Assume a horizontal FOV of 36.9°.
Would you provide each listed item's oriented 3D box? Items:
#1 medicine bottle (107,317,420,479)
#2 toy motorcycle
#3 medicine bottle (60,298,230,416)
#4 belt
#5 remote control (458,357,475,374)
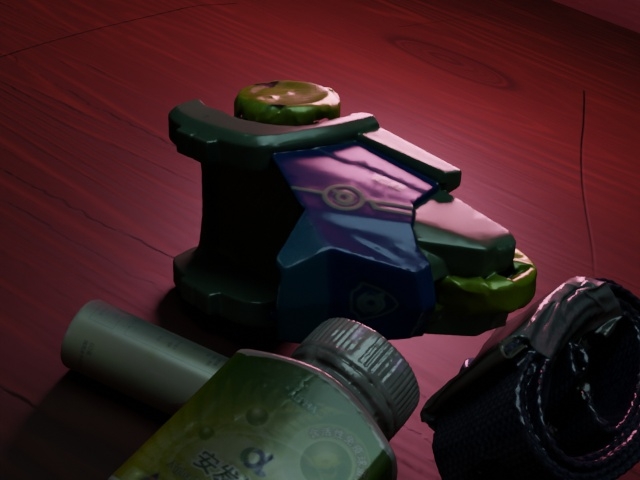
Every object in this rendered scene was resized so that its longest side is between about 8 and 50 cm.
[{"bbox_3d":[-0.024,0.140,0.609,0.132,0.088,0.188,30,53,23],"label":"medicine bottle"},{"bbox_3d":[0.000,0.000,0.779,0.200,0.191,0.326,-18,30,-37],"label":"toy motorcycle"},{"bbox_3d":[-0.082,0.114,0.720,0.231,0.059,0.059,23,29,13],"label":"medicine bottle"},{"bbox_3d":[0.176,0.123,0.756,0.140,0.126,0.230,52,44,2],"label":"belt"},{"bbox_3d":[0.191,0.125,0.880,0.152,0.027,0.043,2,27,-27],"label":"remote control"}]
